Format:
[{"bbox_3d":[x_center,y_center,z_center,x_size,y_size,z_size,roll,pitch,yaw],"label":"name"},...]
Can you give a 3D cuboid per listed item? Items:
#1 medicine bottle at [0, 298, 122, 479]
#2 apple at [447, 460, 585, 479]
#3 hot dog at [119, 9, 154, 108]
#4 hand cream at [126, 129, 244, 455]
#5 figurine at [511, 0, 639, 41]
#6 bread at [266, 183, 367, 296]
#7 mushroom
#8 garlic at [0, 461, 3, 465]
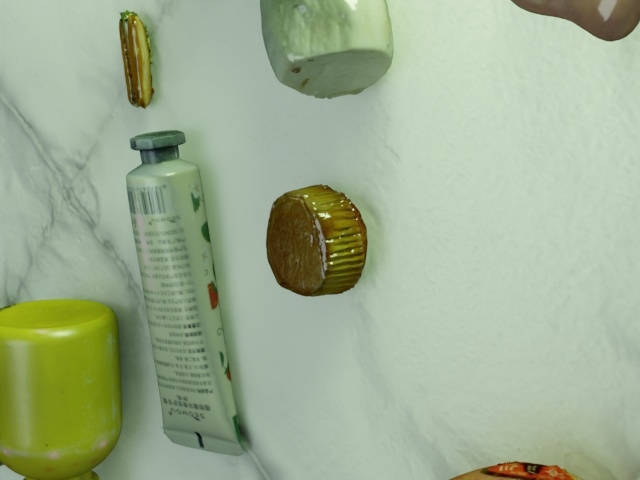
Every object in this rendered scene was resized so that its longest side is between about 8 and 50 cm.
[{"bbox_3d":[-0.240,0.168,0.991,0.122,0.122,0.212,8,104,38],"label":"medicine bottle"},{"bbox_3d":[0.121,0.240,0.685,0.209,0.164,0.209,-4,85,43],"label":"apple"},{"bbox_3d":[-0.154,-0.153,0.925,0.037,0.021,0.083,17,113,58],"label":"hot dog"},{"bbox_3d":[-0.116,0.047,0.915,0.095,0.059,0.276,3,105,38],"label":"hand cream"},{"bbox_3d":[0.284,-0.101,0.466,0.421,0.193,0.154,34,122,35],"label":"figurine"},{"bbox_3d":[0.000,0.000,0.808,0.085,0.053,0.085,15,110,49],"label":"bread"},{"bbox_3d":[-0.026,-0.205,0.773,0.092,0.081,0.223,-35,73,18],"label":"mushroom"},{"bbox_3d":[-0.387,0.163,1.046,0.160,0.214,0.191,-13,99,-3],"label":"garlic"}]
